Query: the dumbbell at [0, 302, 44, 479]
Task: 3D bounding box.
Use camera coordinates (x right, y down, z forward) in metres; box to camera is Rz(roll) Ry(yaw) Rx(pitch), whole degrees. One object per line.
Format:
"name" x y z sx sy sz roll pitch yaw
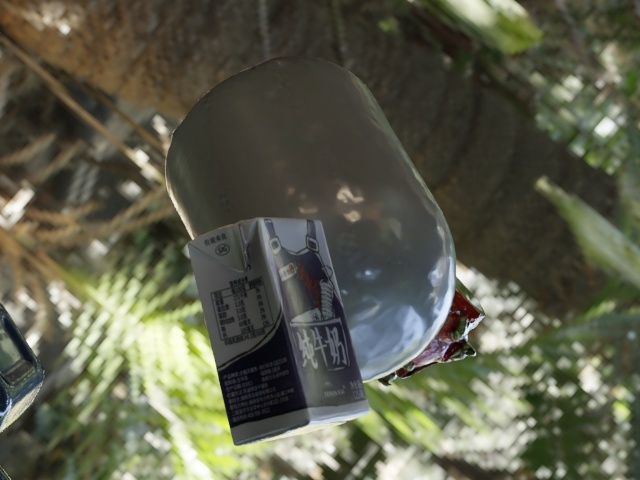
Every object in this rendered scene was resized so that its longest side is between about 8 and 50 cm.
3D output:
"dumbbell" -0.168 0.196 0.887 0.160 0.325 0.144 -35 -175 -24

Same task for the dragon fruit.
"dragon fruit" 0.134 0.122 2.225 0.172 0.166 0.160 -41 157 13

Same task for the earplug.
"earplug" 0.000 0.000 2.036 0.312 0.394 0.313 -15 137 -14

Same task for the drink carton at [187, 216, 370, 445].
"drink carton" -0.045 0.091 1.635 0.102 0.222 0.134 -20 170 30
